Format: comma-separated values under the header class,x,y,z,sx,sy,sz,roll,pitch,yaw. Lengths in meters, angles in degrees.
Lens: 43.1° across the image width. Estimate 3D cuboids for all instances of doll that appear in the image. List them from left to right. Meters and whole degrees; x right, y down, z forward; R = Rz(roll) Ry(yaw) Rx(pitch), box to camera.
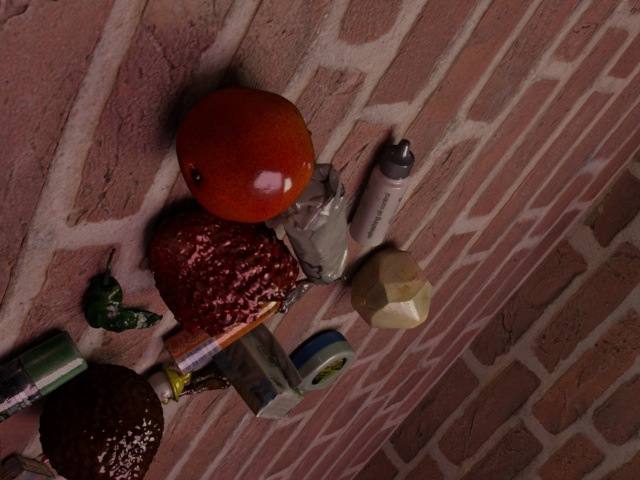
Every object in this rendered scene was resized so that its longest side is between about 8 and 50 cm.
class,x,y,z,sx,sy,sz,roll,pitch,yaw
doll,-0.409,0.366,1.876,0.241,0.099,0.135,-28,132,-20

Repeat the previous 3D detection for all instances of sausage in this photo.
class,x,y,z,sx,sy,sz,roll,pitch,yaw
sausage,-0.208,0.184,1.864,0.312,0.093,0.093,-34,154,-15

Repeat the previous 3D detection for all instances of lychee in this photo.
class,x,y,z,sx,sy,sz,roll,pitch,yaw
lychee,-0.447,0.389,1.674,0.261,0.260,0.260,-32,154,-18

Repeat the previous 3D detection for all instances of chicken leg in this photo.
class,x,y,z,sx,sy,sz,roll,pitch,yaw
chicken leg,-0.297,0.361,2.067,0.178,0.070,0.093,-18,175,-16

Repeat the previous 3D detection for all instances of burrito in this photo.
class,x,y,z,sx,sy,sz,roll,pitch,yaw
burrito,0.000,0.000,1.592,0.139,0.101,0.445,-61,165,-20

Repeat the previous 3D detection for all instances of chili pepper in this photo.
class,x,y,z,sx,sy,sz,roll,pitch,yaw
chili pepper,-0.389,0.126,1.548,0.122,0.065,0.279,-43,159,-16
chili pepper,-0.069,0.138,2.039,0.153,0.041,0.050,-45,-179,-30

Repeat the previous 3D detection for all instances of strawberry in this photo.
class,x,y,z,sx,sy,sz,roll,pitch,yaw
strawberry,-0.191,0.050,1.557,0.261,0.257,0.261,-33,-176,2

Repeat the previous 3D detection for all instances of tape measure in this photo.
class,x,y,z,sx,sy,sz,roll,pitch,yaw
tape measure,-0.037,0.363,2.382,0.215,0.098,0.351,-46,158,16

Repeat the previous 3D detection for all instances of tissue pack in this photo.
class,x,y,z,sx,sy,sz,roll,pitch,yaw
tissue pack,-0.683,0.542,1.825,0.109,0.060,0.148,-38,156,-7
tissue pack,-0.144,0.305,1.983,0.145,0.229,0.159,-43,155,5

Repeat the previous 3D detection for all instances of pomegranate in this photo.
class,x,y,z,sx,sy,sz,roll,pitch,yaw
pomegranate,-0.108,-0.146,1.317,0.257,0.221,0.221,-36,161,-51

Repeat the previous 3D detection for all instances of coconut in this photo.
class,x,y,z,sx,sy,sz,roll,pitch,yaw
coconut,0.197,0.146,2.206,0.237,0.237,0.197,-25,153,-30

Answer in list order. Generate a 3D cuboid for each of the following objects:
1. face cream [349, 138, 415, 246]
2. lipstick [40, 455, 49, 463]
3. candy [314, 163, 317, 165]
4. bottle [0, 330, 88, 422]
class,x,y,z,sx,sy,sz,roll,pitch,yaw
face cream,0.148,-0.115,1.866,0.092,0.092,0.311,-22,149,-34
lipstick,-0.593,0.485,1.892,0.129,0.030,0.030,-24,151,-32
candy,-0.048,-0.110,1.587,0.104,0.102,0.234,-46,153,11
bottle,-0.594,0.286,1.488,0.330,0.093,0.093,-31,154,-19
